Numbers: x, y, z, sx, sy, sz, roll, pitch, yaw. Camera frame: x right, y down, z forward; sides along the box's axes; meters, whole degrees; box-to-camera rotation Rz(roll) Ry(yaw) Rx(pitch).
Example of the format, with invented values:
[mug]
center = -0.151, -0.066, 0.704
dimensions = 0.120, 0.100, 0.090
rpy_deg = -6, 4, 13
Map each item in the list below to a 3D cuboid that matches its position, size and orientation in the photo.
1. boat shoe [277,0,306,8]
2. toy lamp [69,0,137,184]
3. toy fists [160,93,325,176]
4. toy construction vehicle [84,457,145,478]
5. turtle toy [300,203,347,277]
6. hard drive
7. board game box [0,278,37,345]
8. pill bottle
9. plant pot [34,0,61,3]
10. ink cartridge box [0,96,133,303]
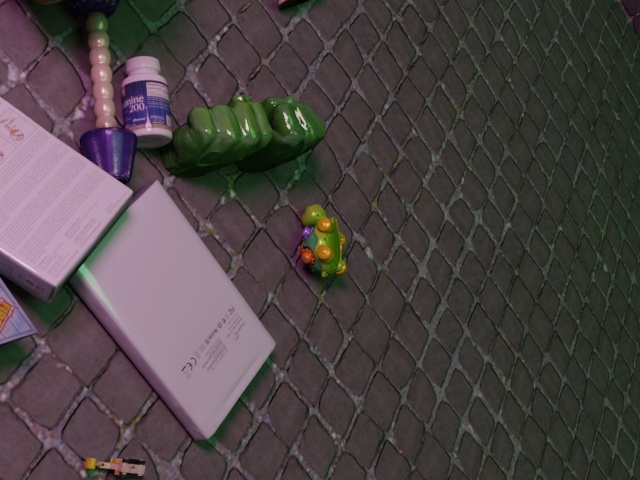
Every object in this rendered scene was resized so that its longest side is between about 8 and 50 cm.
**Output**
[boat shoe]
center = -0.043, -0.445, 1.704
dimensions = 0.045, 0.050, 0.135
rpy_deg = 62, 31, -7
[toy lamp]
center = -0.295, -0.209, 1.306
dimensions = 0.080, 0.080, 0.275
rpy_deg = 6, 73, -48
[toy fists]
center = -0.106, -0.163, 1.454
dimensions = 0.279, 0.142, 0.096
rpy_deg = -7, 82, -50
[toy construction vehicle]
center = -0.256, 0.315, 1.201
dimensions = 0.098, 0.035, 0.086
rpy_deg = 17, 75, -42
[turtle toy]
center = 0.000, 0.000, 1.573
dimensions = 0.095, 0.066, 0.130
rpy_deg = 46, 39, -60
[hard drive]
center = -0.201, 0.095, 1.332
dimensions = 0.307, 0.040, 0.203
rpy_deg = 56, 43, -19
[board game box]
center = -0.424, 0.082, 1.069
dimensions = 0.194, 0.060, 0.194
rpy_deg = 49, 45, -24
[pill bottle]
center = -0.248, -0.197, 1.363
dimensions = 0.067, 0.067, 0.120
rpy_deg = 6, 72, -47
[plant pot]
center = -0.331, -0.503, 1.197
dimensions = 0.366, 0.366, 0.353
rpy_deg = -51, 126, -45
[ink cartridge box]
center = -0.375, -0.058, 1.184
dimensions = 0.232, 0.066, 0.189
rpy_deg = 33, 48, -4
